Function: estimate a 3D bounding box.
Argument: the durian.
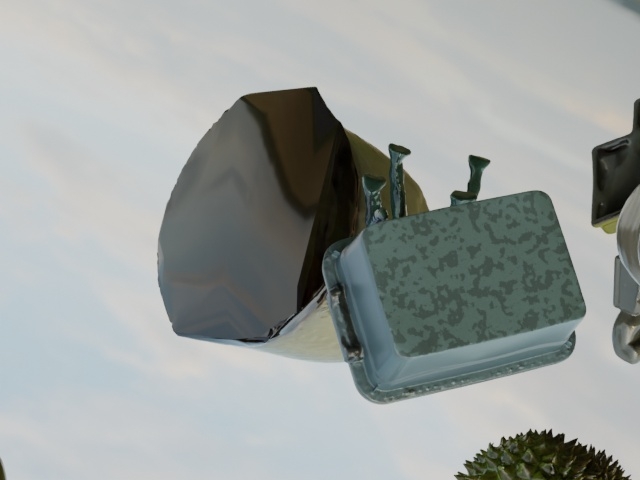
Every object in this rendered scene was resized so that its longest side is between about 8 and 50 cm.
[{"bbox_3d":[0.256,0.356,2.078,0.291,0.291,0.224,20,-172,-28],"label":"durian"}]

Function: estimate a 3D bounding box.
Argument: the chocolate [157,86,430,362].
[{"bbox_3d":[0.000,0.000,2.165,0.297,0.314,0.326,18,167,-35],"label":"chocolate"}]

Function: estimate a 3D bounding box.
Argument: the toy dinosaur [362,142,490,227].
[{"bbox_3d":[0.088,0.075,1.935,0.129,0.331,0.383,17,-160,15],"label":"toy dinosaur"}]

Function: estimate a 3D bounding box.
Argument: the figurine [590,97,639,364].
[{"bbox_3d":[0.433,-0.026,1.926,0.285,0.342,0.167,47,-165,-35],"label":"figurine"}]

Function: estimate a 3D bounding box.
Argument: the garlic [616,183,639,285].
[{"bbox_3d":[0.366,0.003,1.571,0.178,0.229,0.143,41,-133,-11],"label":"garlic"}]

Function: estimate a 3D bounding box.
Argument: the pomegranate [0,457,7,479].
[{"bbox_3d":[-0.508,0.311,2.164,0.198,0.246,0.198,42,-142,-45],"label":"pomegranate"}]

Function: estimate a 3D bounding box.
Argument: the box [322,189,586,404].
[{"bbox_3d":[0.126,0.047,1.602,0.227,0.162,0.130,-12,164,-13],"label":"box"}]
